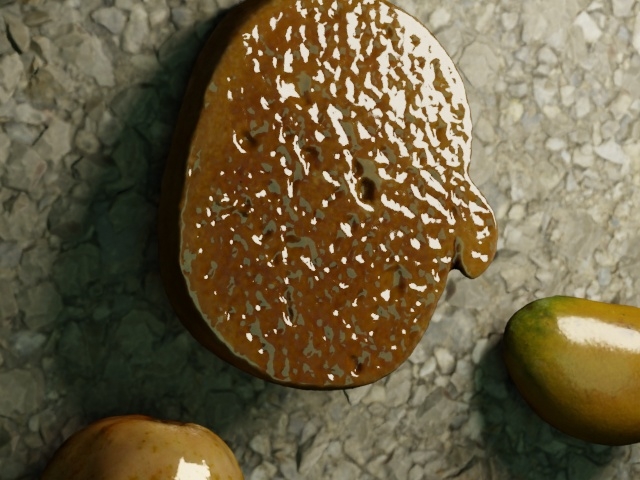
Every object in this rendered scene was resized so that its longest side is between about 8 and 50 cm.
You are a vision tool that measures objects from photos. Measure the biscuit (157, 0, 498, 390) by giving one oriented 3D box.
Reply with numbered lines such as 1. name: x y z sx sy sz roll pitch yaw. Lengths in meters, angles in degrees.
1. biscuit: 0.014 -0.046 1.721 0.350 0.070 0.394 22 78 -19

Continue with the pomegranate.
1. pomegranate: -0.169 0.260 1.651 0.207 0.207 0.207 -4 100 -22

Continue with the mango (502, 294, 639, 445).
1. mango: 0.293 0.140 1.868 0.221 0.120 0.152 10 91 -17
